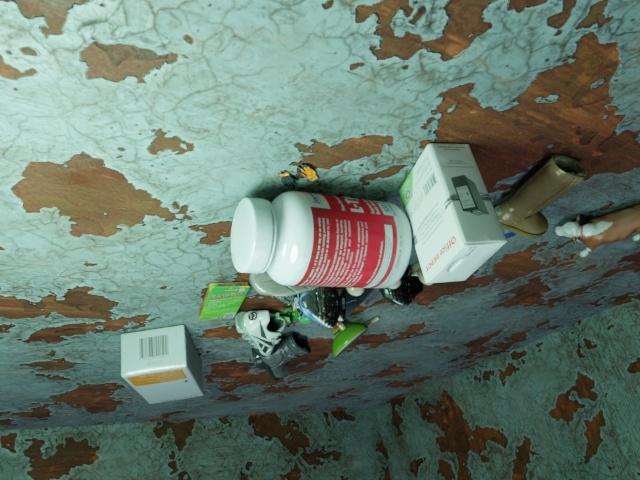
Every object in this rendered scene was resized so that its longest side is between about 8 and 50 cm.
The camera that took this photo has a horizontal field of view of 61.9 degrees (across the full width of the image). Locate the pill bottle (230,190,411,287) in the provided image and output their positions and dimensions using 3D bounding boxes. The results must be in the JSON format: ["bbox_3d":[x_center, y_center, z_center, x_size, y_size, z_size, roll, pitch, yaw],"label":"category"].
[{"bbox_3d":[0.000,0.000,1.308,0.407,0.229,0.229,4,148,-28],"label":"pill bottle"}]

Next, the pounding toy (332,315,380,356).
[{"bbox_3d":[0.109,0.367,2.196,0.236,0.110,0.183,-24,158,-50],"label":"pounding toy"}]

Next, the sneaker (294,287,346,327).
[{"bbox_3d":[-0.017,0.196,1.601,0.147,0.130,0.330,-2,170,12],"label":"sneaker"}]

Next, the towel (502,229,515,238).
[{"bbox_3d":[0.565,-0.017,1.706,0.119,0.029,0.067,-18,152,11],"label":"towel"}]

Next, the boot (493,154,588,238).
[{"bbox_3d":[0.634,-0.114,1.493,0.235,0.089,0.269,4,147,-28],"label":"boot"}]

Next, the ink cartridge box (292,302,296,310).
[{"bbox_3d":[-0.019,0.183,1.838,0.145,0.045,0.179,-6,154,-12],"label":"ink cartridge box"}]

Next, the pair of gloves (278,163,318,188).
[{"bbox_3d":[-0.051,-0.148,1.245,0.083,0.010,0.074,-19,152,14],"label":"pair of gloves"}]

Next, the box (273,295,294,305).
[{"bbox_3d":[-0.112,0.181,1.793,0.067,0.018,0.083,31,138,-13],"label":"box"}]

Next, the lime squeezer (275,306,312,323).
[{"bbox_3d":[-0.061,0.270,1.955,0.310,0.059,0.109,12,155,-39],"label":"lime squeezer"}]

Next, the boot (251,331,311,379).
[{"bbox_3d":[-0.137,0.506,2.322,0.222,0.118,0.338,-22,155,7],"label":"boot"}]

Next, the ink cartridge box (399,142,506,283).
[{"bbox_3d":[0.300,-0.061,1.261,0.114,0.273,0.198,-2,151,-17],"label":"ink cartridge box"}]

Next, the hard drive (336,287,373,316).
[{"bbox_3d":[0.071,0.175,1.798,0.171,0.054,0.255,12,133,-30],"label":"hard drive"}]

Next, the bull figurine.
[{"bbox_3d":[0.929,-0.032,1.747,0.310,0.101,0.188,-14,156,10],"label":"bull figurine"}]

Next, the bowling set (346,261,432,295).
[{"bbox_3d":[0.197,0.042,1.597,0.286,0.200,0.154,-5,-164,-6],"label":"bowling set"}]

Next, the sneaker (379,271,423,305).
[{"bbox_3d":[0.243,0.168,1.778,0.124,0.107,0.283,-18,174,27],"label":"sneaker"}]

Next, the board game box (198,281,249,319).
[{"bbox_3d":[-0.319,0.197,1.756,0.124,0.039,0.259,0,153,-23],"label":"board game box"}]

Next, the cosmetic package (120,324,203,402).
[{"bbox_3d":[-0.596,0.488,2.054,0.229,0.162,0.453,-8,152,-7],"label":"cosmetic package"}]

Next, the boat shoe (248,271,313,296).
[{"bbox_3d":[-0.038,0.081,1.481,0.355,0.133,0.130,-17,165,-29],"label":"boat shoe"}]

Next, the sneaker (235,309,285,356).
[{"bbox_3d":[-0.186,0.344,1.985,0.146,0.123,0.331,-14,152,9],"label":"sneaker"}]
